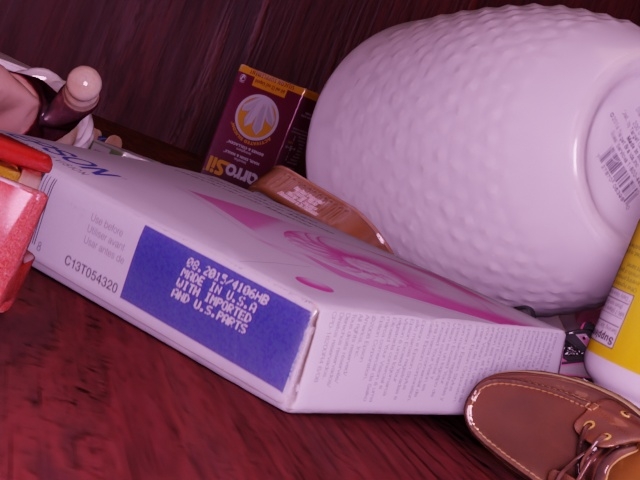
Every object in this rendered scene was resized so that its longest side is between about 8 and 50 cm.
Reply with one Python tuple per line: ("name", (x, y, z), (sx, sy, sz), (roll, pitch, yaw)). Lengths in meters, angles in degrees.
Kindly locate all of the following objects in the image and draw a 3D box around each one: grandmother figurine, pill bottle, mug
("grandmother figurine", (-0.270, -0.102, 1.240), (0.208, 0.104, 0.342), (5, 0, 11))
("pill bottle", (0.258, 0.062, 1.089), (0.119, 0.208, 0.119), (21, 3, -1))
("mug", (0.199, -0.024, 1.342), (0.276, 0.374, 0.328), (-28, 14, -25))

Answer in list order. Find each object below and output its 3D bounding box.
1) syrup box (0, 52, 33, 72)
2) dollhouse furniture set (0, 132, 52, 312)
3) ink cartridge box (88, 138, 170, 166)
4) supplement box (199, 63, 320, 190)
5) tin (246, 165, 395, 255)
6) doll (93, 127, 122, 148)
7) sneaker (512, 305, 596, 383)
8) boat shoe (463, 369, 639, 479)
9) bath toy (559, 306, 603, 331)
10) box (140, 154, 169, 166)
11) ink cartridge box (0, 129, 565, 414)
("syrup box", (-0.350, -0.148, 1.524), (0.096, 0.093, 0.237), (20, 4, -28))
("dollhouse furniture set", (-0.256, -0.084, 0.651), (0.374, 0.152, 0.201), (19, 5, -38))
("ink cartridge box", (-0.102, -0.020, 1.344), (0.209, 0.062, 0.109), (21, 2, -24))
("supplement box", (-0.085, -0.132, 2.102), (0.104, 0.188, 0.081), (23, 5, 18))
("tin", (0.000, 0.000, 1.374), (0.190, 0.040, 0.106), (32, -35, 44))
("doll", (-0.335, -0.148, 2.010), (0.129, 0.046, 0.189), (20, 4, -39))
("sneaker", (0.212, 0.105, 1.217), (0.178, 0.077, 0.072), (23, 4, 14))
("boat shoe", (0.152, 0.116, 0.811), (0.178, 0.064, 0.060), (26, 3, 25))
("bath toy", (0.309, 0.074, 1.509), (0.129, 0.151, 0.348), (0, 9, -22))
("box", (-0.172, -0.069, 1.938), (0.116, 0.029, 0.162), (22, 5, -12))
("ink cartridge box", (-0.019, 0.021, 0.979), (0.324, 0.071, 0.330), (24, 11, 38))
